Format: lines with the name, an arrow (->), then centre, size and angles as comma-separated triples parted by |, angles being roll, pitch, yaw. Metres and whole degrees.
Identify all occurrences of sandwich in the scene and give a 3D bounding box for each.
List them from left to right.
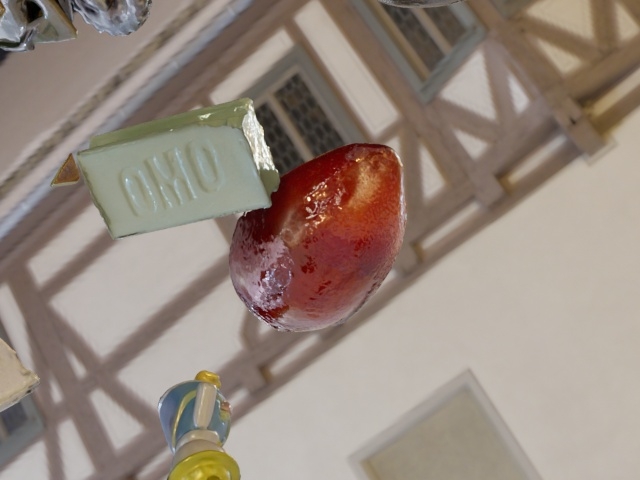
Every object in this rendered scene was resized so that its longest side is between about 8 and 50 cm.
sandwich -> -0.490, -0.126, 2.207 | 0.031, 0.044, 0.083 | -23, 34, 48

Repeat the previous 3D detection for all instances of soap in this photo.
soap -> -0.153, -0.076, 1.234 | 0.198, 0.114, 0.063 | -13, 26, 19

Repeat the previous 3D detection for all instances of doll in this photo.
doll -> -0.157, 0.262, 1.457 | 0.135, 0.241, 0.099 | -41, -59, 11

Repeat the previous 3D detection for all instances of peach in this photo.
peach -> 0.001, 0.007, 1.321 | 0.159, 0.154, 0.267 | 6, -37, -44

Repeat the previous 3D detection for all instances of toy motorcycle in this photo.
toy motorcycle -> -0.240, -0.217, 0.893 | 0.094, 0.229, 0.130 | -63, -37, -36

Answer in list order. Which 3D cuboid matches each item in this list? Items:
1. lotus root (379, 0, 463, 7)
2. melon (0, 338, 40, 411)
lotus root -> 0.091, -0.269, 1.040 | 0.209, 0.120, 0.120 | 6, -2, 33
melon -> -0.262, 0.068, 0.652 | 0.139, 0.202, 0.093 | -42, -55, -33
